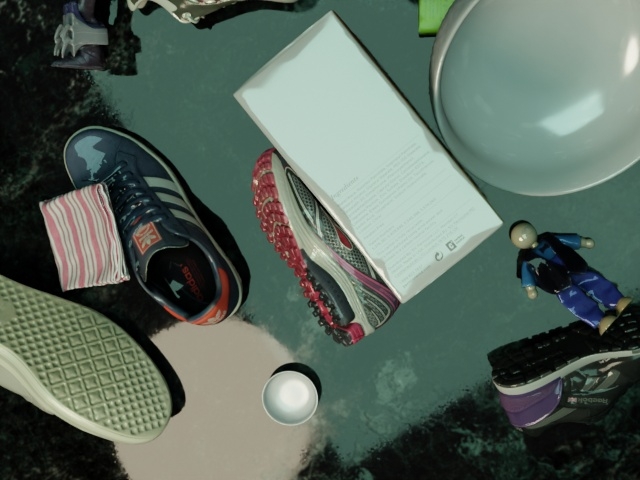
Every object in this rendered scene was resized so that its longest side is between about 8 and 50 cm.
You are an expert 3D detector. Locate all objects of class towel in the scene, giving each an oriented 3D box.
[{"bbox_3d":[-0.346,-0.001,1.450,0.197,0.029,0.144,-10,95,49],"label":"towel"}]

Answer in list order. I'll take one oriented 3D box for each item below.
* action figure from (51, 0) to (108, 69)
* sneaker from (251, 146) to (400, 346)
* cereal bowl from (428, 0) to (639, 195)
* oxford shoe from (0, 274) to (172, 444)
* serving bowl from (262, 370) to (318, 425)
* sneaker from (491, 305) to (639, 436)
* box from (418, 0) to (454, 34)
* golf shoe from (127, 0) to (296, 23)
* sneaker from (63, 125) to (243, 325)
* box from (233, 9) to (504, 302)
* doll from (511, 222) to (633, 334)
[{"bbox_3d":[-0.330,-0.382,1.400,0.099,0.185,0.284,-2,101,-29],"label":"action figure"},{"bbox_3d":[0.000,0.000,1.439,0.112,0.121,0.299,-31,92,-20],"label":"sneaker"},{"bbox_3d":[0.303,-0.236,1.325,0.339,0.141,0.338,-2,123,-3],"label":"cereal bowl"},{"bbox_3d":[-0.425,0.165,1.495,0.449,0.169,0.130,29,140,-5],"label":"oxford shoe"},{"bbox_3d":[-0.044,0.231,1.502,0.083,0.027,0.083,1,97,7],"label":"serving bowl"},{"bbox_3d":[0.392,0.189,1.428,0.283,0.107,0.124,-20,114,9],"label":"sneaker"},{"bbox_3d":[0.225,-0.341,1.398,0.178,0.042,0.109,1,98,5],"label":"box"},{"bbox_3d":[-0.148,-0.361,1.421,0.273,0.105,0.120,15,113,10],"label":"golf shoe"},{"bbox_3d":[-0.244,-0.022,1.434,0.131,0.148,0.350,-43,90,9],"label":"sneaker"},{"bbox_3d":[0.069,-0.113,1.356,0.168,0.215,0.345,-39,92,9],"label":"box"},{"bbox_3d":[0.345,0.042,1.415,0.189,0.046,0.129,42,75,16],"label":"doll"}]
